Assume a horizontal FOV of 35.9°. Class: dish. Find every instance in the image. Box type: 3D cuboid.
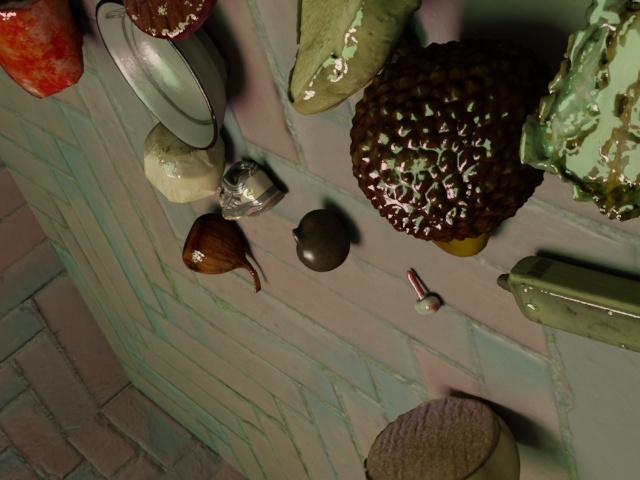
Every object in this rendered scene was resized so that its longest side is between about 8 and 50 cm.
[{"bbox_3d":[-0.249,-0.309,1.704,0.316,0.106,0.316,40,157,21],"label":"dish"}]

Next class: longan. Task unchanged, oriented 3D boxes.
[{"bbox_3d":[0.000,0.000,1.713,0.092,0.113,0.113,-5,121,57],"label":"longan"}]

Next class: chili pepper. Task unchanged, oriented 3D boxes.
[{"bbox_3d":[-0.577,-0.448,1.979,0.251,0.229,0.305,31,161,31],"label":"chili pepper"}]

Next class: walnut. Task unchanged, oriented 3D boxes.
[{"bbox_3d":[0.075,-0.236,1.272,0.079,0.082,0.096,25,172,-20],"label":"walnut"}]

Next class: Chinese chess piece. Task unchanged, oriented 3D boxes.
[{"bbox_3d":[0.211,0.392,1.713,0.270,0.270,0.112,12,134,54],"label":"Chinese chess piece"}]

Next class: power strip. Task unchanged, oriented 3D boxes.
[{"bbox_3d":[0.375,0.088,1.245,0.387,0.066,0.092,15,140,49],"label":"power strip"}]

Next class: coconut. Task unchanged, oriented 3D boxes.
[{"bbox_3d":[-0.257,-0.151,1.887,0.161,0.161,0.162,39,156,23],"label":"coconut"}]

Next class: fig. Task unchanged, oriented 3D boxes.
[{"bbox_3d":[-0.199,0.034,2.127,0.201,0.134,0.146,31,-173,-7],"label":"fig"}]

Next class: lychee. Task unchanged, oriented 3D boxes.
[{"bbox_3d":[0.155,-0.120,1.117,0.236,0.236,0.271,52,141,-3],"label":"lychee"}]

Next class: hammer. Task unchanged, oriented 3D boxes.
[{"bbox_3d":[0.165,0.086,1.648,0.083,0.031,0.052,59,152,-5],"label":"hammer"}]

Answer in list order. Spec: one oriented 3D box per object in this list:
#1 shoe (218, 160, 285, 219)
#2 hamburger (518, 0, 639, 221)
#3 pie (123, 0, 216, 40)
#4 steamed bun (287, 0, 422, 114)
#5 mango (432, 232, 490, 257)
[{"bbox_3d":[-0.148,-0.098,1.851,0.180,0.089,0.092,3,130,56],"label":"shoe"},{"bbox_3d":[0.310,-0.148,0.880,0.167,0.192,0.288,35,127,18],"label":"hamburger"},{"bbox_3d":[-0.229,-0.393,1.494,0.182,0.049,0.182,4,100,27],"label":"pie"},{"bbox_3d":[0.049,-0.262,1.159,0.212,0.110,0.231,-174,92,-65],"label":"steamed bun"},{"bbox_3d":[0.177,-0.046,1.350,0.137,0.098,0.195,20,148,42],"label":"mango"}]
